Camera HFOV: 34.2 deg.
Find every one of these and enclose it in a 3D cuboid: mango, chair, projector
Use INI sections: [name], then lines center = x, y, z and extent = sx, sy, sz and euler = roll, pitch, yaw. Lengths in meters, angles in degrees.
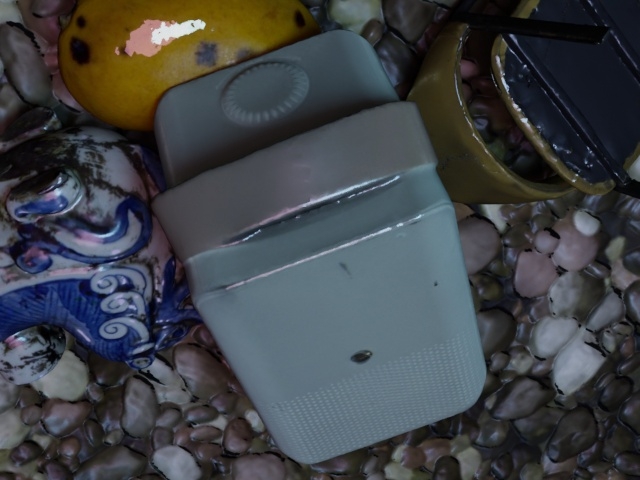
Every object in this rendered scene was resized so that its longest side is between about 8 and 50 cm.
[mango]
center = -0.082, -0.130, 0.685
extent = 0.178, 0.090, 0.115
euler = -6, 124, -9
[chair]
center = 0.175, -0.104, 0.692
extent = 0.159, 0.247, 0.172
euler = 46, 75, -21
[projector]
center = 0.000, 0.000, 0.657
extent = 0.163, 0.177, 0.242
euler = -22, 139, 1

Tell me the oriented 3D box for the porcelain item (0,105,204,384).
[porcelain item]
center = -0.222, 0.032, 0.715
extent = 0.288, 0.138, 0.186
euler = -24, 129, -3
